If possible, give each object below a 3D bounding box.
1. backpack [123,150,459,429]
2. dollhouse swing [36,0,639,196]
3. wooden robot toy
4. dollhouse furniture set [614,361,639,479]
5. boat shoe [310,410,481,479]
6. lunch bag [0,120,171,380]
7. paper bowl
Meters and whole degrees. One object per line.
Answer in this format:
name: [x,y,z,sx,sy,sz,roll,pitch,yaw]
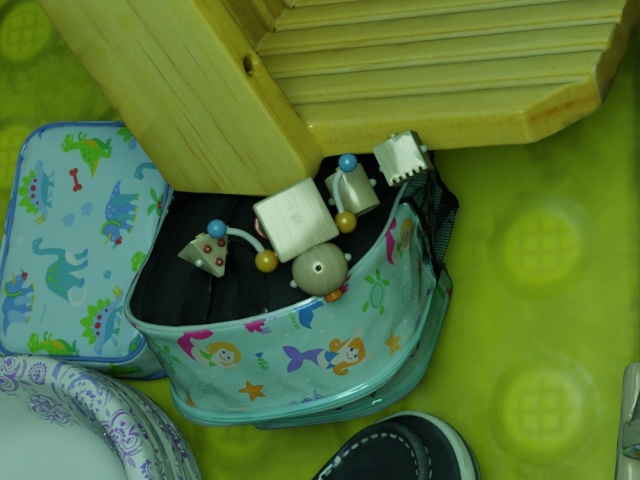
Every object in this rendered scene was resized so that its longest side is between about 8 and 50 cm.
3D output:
backpack: [-0.018,0.031,1.065,0.225,0.191,0.253,-11,27,21]
dollhouse swing: [0.028,-0.236,1.030,0.305,0.315,0.347,-16,28,38]
wooden robot toy: [0.000,0.000,0.927,0.173,0.076,0.079,-26,85,-3]
dollhouse furniture set: [0.382,0.193,0.785,0.394,0.362,0.256,9,76,-3]
boat shoe: [-0.058,0.306,0.967,0.187,0.156,0.500,12,57,50]
lunch bag: [-0.190,0.006,1.241,0.176,0.090,0.219,0,74,24]
paper bowl: [-0.218,0.241,1.149,0.284,0.148,0.284,-7,72,22]
